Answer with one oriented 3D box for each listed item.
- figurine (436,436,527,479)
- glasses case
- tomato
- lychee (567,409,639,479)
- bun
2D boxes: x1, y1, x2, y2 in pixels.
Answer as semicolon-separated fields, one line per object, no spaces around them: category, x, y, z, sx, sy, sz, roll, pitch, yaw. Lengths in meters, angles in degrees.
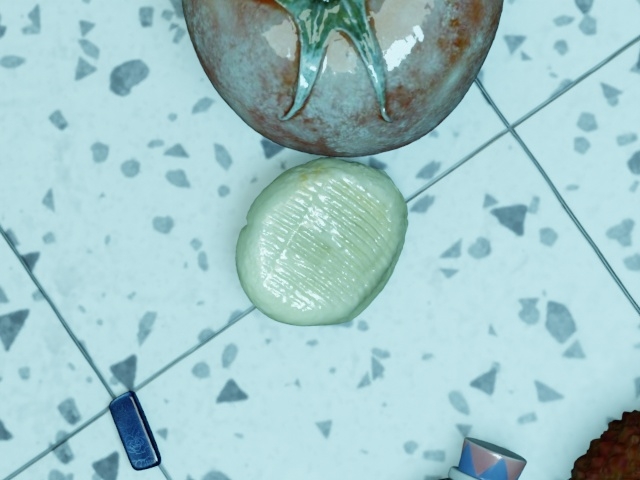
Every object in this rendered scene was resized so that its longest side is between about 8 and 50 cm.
figurine;0.115;0.323;1.834;0.275;0.161;0.158;-46;48;0
glasses case;-0.193;0.199;1.928;0.033;0.023;0.083;-23;84;13
tomato;0.023;-0.239;1.793;0.317;0.282;0.316;0;91;7
lychee;0.347;0.286;1.765;0.264;0.300;0.264;10;48;-12
bun;0.000;0.000;1.879;0.164;0.111;0.188;32;88;-11
